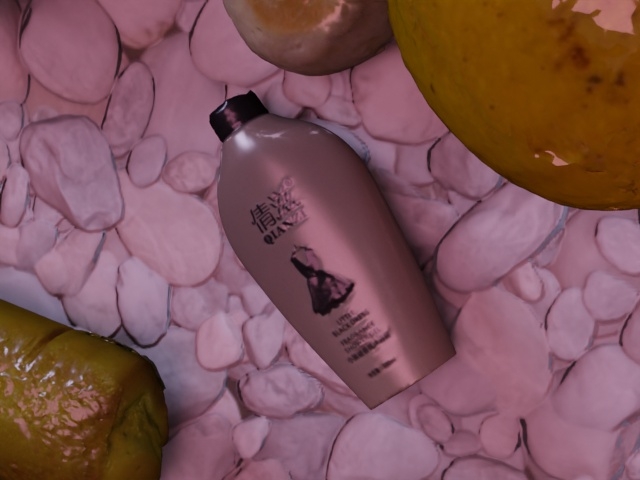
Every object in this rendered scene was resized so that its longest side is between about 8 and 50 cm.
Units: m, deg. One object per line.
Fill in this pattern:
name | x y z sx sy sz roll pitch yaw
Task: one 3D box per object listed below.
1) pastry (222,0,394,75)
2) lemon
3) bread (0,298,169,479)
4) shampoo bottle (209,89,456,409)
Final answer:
pastry | -0.003 -0.197 0.945 0.156 0.092 0.156 1 92 22
lemon | 0.174 -0.150 0.791 0.258 0.258 0.310 -35 80 23
bread | -0.306 0.118 1.091 0.384 0.112 0.166 20 130 17
shampoo bottle | 0.000 0.000 0.984 0.127 0.078 0.257 -37 82 27
